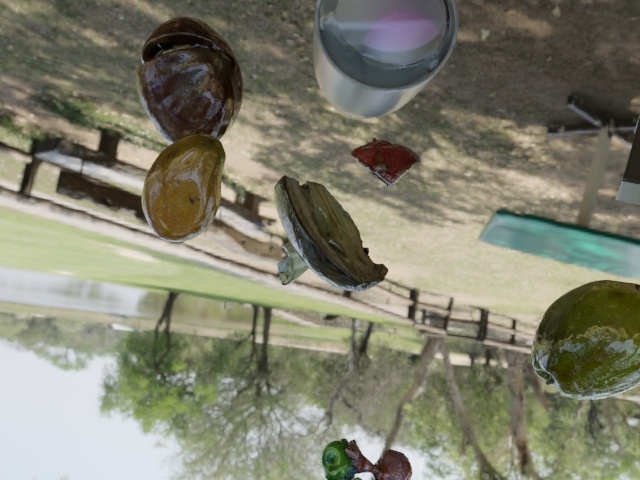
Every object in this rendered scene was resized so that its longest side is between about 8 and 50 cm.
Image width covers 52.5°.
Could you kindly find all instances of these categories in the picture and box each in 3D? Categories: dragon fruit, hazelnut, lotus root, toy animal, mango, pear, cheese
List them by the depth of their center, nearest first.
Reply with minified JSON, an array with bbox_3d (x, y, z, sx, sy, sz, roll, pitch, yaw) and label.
[{"bbox_3d":[-0.201,-0.076,0.944,0.115,0.164,0.089,11,-158,1],"label":"mango"},{"bbox_3d":[0.095,0.405,1.112,0.100,0.103,0.208,-32,133,28],"label":"toy animal"},{"bbox_3d":[-0.243,-0.304,1.266,0.217,0.251,0.217,-6,167,-1],"label":"hazelnut"},{"bbox_3d":[0.631,0.219,1.466,0.321,0.269,0.269,-39,162,3],"label":"pear"},{"bbox_3d":[-0.002,0.003,1.509,0.210,0.314,0.142,-7,149,-48],"label":"lotus root"},{"bbox_3d":[0.167,-0.219,1.679,0.161,0.127,0.120,38,177,5],"label":"dragon fruit"},{"bbox_3d":[-0.020,0.024,1.762,0.235,0.049,0.127,-29,139,-14],"label":"cheese"}]

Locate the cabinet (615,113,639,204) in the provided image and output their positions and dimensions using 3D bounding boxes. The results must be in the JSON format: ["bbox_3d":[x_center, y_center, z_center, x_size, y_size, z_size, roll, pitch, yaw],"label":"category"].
[{"bbox_3d":[0.764,-0.158,1.369,0.215,0.174,0.148,16,172,21],"label":"cabinet"}]

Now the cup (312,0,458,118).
[{"bbox_3d":[0.107,-0.375,1.288,0.254,0.253,0.371,8,177,-3],"label":"cup"}]
